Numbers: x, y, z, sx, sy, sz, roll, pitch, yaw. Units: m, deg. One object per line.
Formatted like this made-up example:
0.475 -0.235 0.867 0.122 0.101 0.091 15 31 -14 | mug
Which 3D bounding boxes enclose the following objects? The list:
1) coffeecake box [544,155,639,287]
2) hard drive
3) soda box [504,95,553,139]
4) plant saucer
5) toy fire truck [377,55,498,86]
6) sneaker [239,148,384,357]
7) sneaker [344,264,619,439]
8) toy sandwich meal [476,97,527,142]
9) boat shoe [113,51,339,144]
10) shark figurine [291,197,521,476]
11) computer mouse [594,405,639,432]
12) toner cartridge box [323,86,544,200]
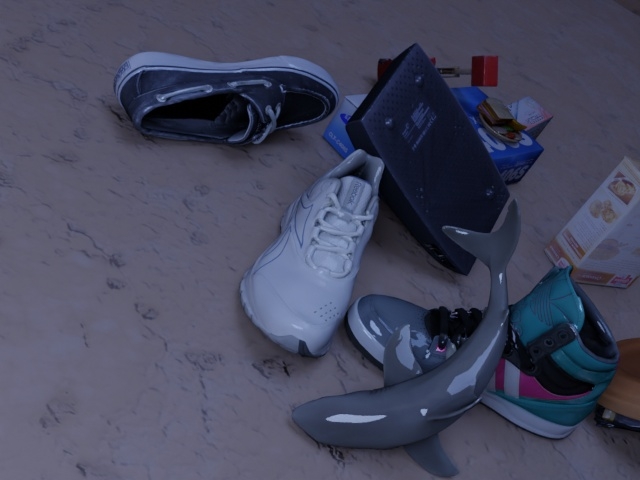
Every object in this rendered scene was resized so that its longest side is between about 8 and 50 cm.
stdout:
0.438 -0.020 1.224 0.142 0.185 0.068 7 41 -33 | coffeecake box
0.136 -0.096 1.064 0.254 0.054 0.172 52 54 -27 | hard drive
0.338 -0.199 1.485 0.063 0.058 0.183 42 34 14 | soda box
0.411 0.159 1.011 0.200 0.037 0.200 -2 16 0 | plant saucer
0.180 -0.265 1.343 0.135 0.047 0.192 -4 12 -16 | toy fire truck
0.000 0.000 0.896 0.111 0.129 0.297 28 35 -10 | sneaker
0.189 0.091 0.887 0.296 0.178 0.123 23 35 -14 | sneaker
0.278 -0.184 1.306 0.086 0.029 0.085 22 35 -16 | toy sandwich meal
-0.096 -0.163 1.047 0.301 0.108 0.102 0 45 -36 | boat shoe
0.128 0.111 0.778 0.166 0.278 0.116 43 -11 -6 | shark figurine
0.403 0.195 1.035 0.106 0.042 0.193 6 17 29 | computer mouse
0.179 -0.146 1.274 0.348 0.075 0.165 -16 55 -48 | toner cartridge box
